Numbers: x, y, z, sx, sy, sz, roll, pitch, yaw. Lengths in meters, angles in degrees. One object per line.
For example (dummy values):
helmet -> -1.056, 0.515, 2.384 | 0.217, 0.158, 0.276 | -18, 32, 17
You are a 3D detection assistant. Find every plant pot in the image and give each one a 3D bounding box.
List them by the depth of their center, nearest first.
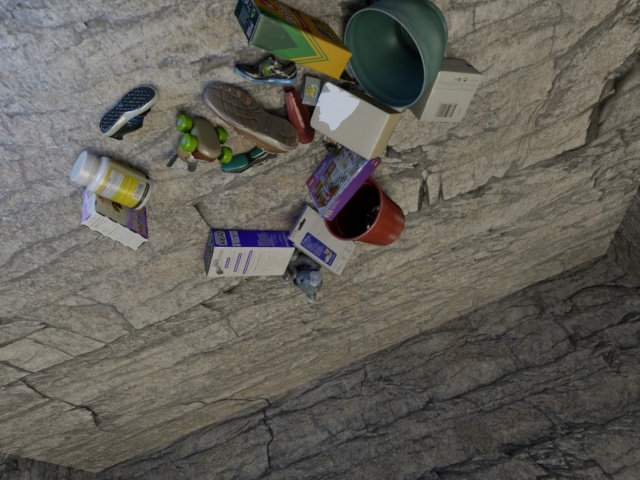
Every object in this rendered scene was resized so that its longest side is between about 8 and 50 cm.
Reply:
plant pot -> 0.241, -0.565, 1.199 | 0.196, 0.293, 0.293 | -43, 144, -17
plant pot -> 0.197, -0.101, 1.702 | 0.272, 0.272, 0.265 | -42, 146, 21

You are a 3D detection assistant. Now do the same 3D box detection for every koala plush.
koala plush -> -0.056, 0.152, 1.873 | 0.203, 0.221, 0.196 | -5, 137, -21

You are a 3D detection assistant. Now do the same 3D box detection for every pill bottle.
pill bottle -> -0.644, -0.186, 1.293 | 0.119, 0.119, 0.208 | -42, 137, 21

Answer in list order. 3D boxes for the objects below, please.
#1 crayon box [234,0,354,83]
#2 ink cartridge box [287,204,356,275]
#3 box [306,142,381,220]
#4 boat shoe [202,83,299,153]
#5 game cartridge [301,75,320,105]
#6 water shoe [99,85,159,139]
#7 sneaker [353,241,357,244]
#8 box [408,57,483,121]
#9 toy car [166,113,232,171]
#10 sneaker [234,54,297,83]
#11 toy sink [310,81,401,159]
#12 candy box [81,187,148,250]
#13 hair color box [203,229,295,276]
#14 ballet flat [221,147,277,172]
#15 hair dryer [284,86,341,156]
crayon box -> -0.052, -0.544, 1.113 | 0.318, 0.202, 0.081 | 7, 132, -33
ink cartridge box -> 0.000, 0.000, 1.766 | 0.332, 0.065, 0.165 | 39, 76, -35
box -> 0.075, -0.244, 1.508 | 0.057, 0.201, 0.293 | 16, 127, -38
boat shoe -> -0.224, -0.360, 1.299 | 0.324, 0.123, 0.116 | 29, 153, -28
game cartridge -> -0.028, -0.466, 1.299 | 0.056, 0.017, 0.083 | -2, 106, -33
water shoe -> -0.538, -0.367, 1.198 | 0.203, 0.073, 0.080 | -31, 167, 8
sneaker -> 0.120, -0.065, 1.843 | 0.081, 0.080, 0.211 | -49, 140, 1
box -> 0.420, -0.517, 1.432 | 0.181, 0.119, 0.182 | -5, 137, -21
toy car -> -0.399, -0.275, 1.308 | 0.188, 0.149, 0.155 | -36, 151, 33
sneaker -> -0.160, -0.504, 1.224 | 0.188, 0.067, 0.078 | -5, 116, -18
toy sink -> 0.112, -0.386, 1.326 | 0.131, 0.234, 0.153 | -31, 150, -57
candy box -> -0.669, -0.082, 1.361 | 0.070, 0.165, 0.196 | -37, 138, 13
hair color box -> -0.299, 0.055, 1.740 | 0.338, 0.110, 0.185 | 0, 137, -28
ballet flat -> -0.239, -0.270, 1.434 | 0.203, 0.074, 0.074 | -26, 141, 1
hair dryer -> -0.009, -0.424, 1.389 | 0.293, 0.080, 0.224 | 13, 111, -41
